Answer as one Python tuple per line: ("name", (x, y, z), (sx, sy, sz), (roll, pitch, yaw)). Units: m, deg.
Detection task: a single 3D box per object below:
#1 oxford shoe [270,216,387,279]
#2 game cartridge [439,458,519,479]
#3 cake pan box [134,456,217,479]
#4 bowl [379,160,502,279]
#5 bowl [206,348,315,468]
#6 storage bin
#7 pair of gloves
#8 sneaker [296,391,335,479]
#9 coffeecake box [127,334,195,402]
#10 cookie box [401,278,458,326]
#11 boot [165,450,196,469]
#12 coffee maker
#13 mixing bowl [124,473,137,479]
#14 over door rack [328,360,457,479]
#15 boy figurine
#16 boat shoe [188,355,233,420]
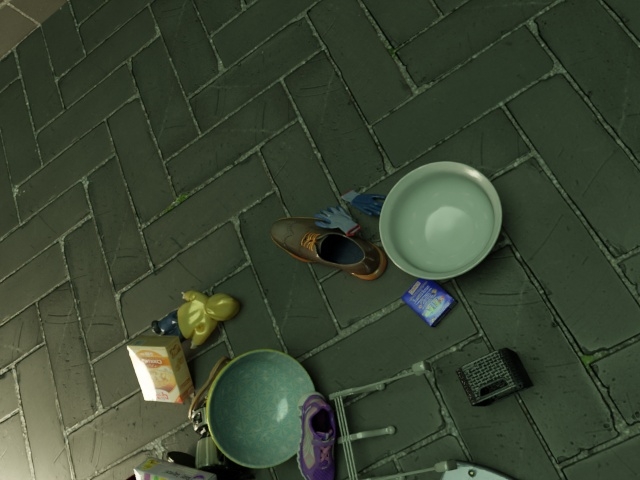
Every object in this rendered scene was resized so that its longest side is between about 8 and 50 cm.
("oxford shoe", (0.000, 0.000, 1.646), (0.364, 0.133, 0.129), (16, 84, 29))
("game cartridge", (0.391, 0.616, 1.327), (0.297, 0.062, 0.198), (22, 82, 30))
("cake pan box", (-0.348, 0.704, 1.558), (0.246, 0.070, 0.266), (1, 107, 36))
("bowl", (0.308, -0.035, 1.502), (0.298, 0.134, 0.297), (-8, 72, 24))
("bowl", (-0.168, 0.427, 1.579), (0.156, 0.290, 0.289), (161, 120, -67))
("storage bin", (0.386, 0.304, 1.341), (0.122, 0.180, 0.084), (-29, 64, 17))
("pair of gloves", (0.086, -0.079, 1.637), (0.198, 0.023, 0.159), (-32, 41, -24))
("sneaker", (-0.001, 0.498, 1.498), (0.104, 0.095, 0.236), (166, 100, -65))
("coffeecake box", (-0.461, 0.372, 1.759), (0.143, 0.068, 0.185), (-4, 110, 26))
("cookie box", (0.273, 0.149, 1.522), (0.092, 0.040, 0.107), (-49, 61, 7))
("boot", (-0.361, 0.704, 1.665), (0.247, 0.083, 0.161), (26, 94, 31))
("coffee maker", (-0.269, 0.548, 1.633), (0.120, 0.171, 0.178), (-21, 50, 14))
("mixing bowl", (-0.503, 0.738, 1.690), (0.098, 0.182, 0.181), (-29, 60, 53))
("over door rack", (0.173, 0.445, 1.435), (0.324, 0.108, 0.239), (-30, 62, 39))
("boy figurine", (-0.367, 0.223, 1.793), (0.285, 0.092, 0.177), (-29, 65, 16))
("boat shoe", (-0.296, 0.431, 1.708), (0.073, 0.073, 0.206), (29, 90, 32))
